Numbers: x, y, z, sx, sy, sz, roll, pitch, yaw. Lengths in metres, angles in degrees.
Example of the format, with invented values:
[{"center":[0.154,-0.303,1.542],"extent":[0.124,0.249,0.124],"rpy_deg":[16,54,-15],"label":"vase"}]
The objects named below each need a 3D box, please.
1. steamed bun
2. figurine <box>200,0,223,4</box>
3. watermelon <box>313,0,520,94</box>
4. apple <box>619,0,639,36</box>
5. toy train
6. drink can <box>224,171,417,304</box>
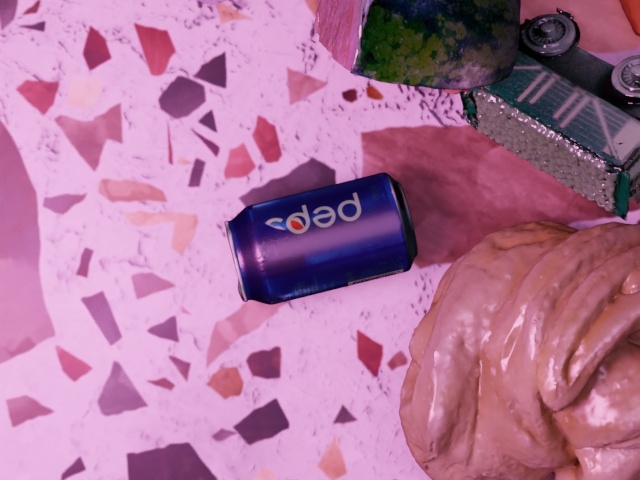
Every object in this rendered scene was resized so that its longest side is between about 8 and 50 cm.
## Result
[{"center":[0.277,0.137,1.829],"extent":[0.372,0.230,0.324],"rpy_deg":[7,93,-4],"label":"steamed bun"},{"center":[-0.093,-0.347,1.861],"extent":[0.208,0.184,0.128],"rpy_deg":[-35,83,-39],"label":"figurine"},{"center":[0.121,-0.305,1.800],"extent":[0.222,0.319,0.292],"rpy_deg":[13,95,-11],"label":"watermelon"},{"center":[0.477,-0.382,1.861],"extent":[0.252,0.314,0.309],"rpy_deg":[-10,98,-45],"label":"apple"},{"center":[0.279,-0.154,1.843],"extent":[0.269,0.115,0.154],"rpy_deg":[35,69,25],"label":"toy train"},{"center":[0.000,0.000,1.869],"extent":[0.205,0.118,0.118],"rpy_deg":[-14,91,-4],"label":"drink can"}]
